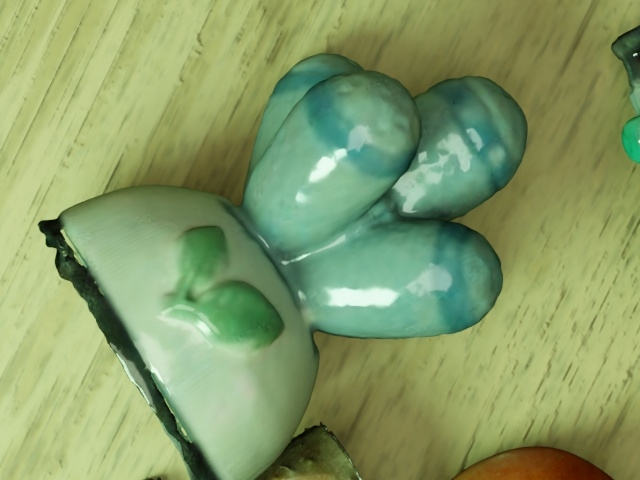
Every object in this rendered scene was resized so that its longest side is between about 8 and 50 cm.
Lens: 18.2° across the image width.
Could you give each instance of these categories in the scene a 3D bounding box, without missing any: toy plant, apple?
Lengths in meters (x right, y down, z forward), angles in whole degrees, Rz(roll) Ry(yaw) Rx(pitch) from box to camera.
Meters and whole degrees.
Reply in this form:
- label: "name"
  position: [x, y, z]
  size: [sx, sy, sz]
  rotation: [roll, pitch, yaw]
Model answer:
- label: "toy plant"
  position: [0.000, 0.000, 1.375]
  size: [0.332, 0.247, 0.247]
  rotation: [-32, 97, -5]
- label: "apple"
  position: [0.154, 0.226, 1.435]
  size: [0.163, 0.139, 0.163]
  rotation: [0, 95, -4]

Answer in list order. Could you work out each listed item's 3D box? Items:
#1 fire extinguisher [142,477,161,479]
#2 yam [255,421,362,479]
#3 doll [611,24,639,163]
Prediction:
- label: "fire extinguisher"
  position: [-0.106, 0.240, 1.477]
  size: [0.056, 0.039, 0.132]
  rotation: [-29, 97, 10]
- label: "yam"
  position: [-0.060, 0.245, 1.404]
  size: [0.238, 0.128, 0.129]
  rotation: [-33, 81, -18]
- label: "doll"
  position: [0.285, -0.027, 1.402]
  size: [0.258, 0.153, 0.195]
  rotation: [45, 65, -11]
